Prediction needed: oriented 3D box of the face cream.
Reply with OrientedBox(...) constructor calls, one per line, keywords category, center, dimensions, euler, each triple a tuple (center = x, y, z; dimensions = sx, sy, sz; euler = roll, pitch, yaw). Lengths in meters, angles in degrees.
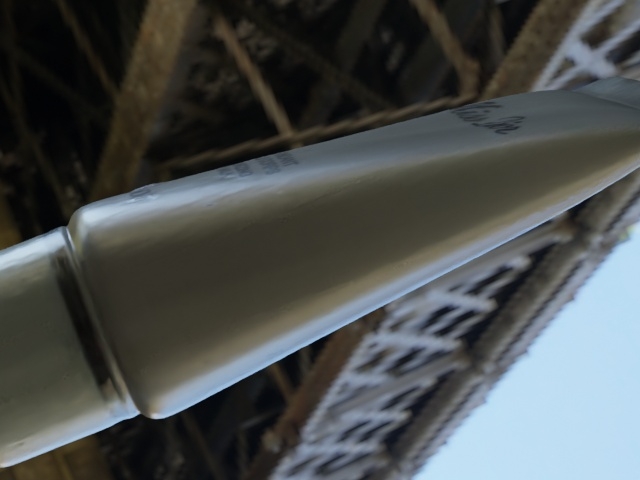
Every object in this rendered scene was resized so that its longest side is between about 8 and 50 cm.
OrientedBox(category="face cream", center=(0.000, 0.000, 0.696), dimensions=(0.143, 0.314, 0.089), euler=(-141, -148, -77))
